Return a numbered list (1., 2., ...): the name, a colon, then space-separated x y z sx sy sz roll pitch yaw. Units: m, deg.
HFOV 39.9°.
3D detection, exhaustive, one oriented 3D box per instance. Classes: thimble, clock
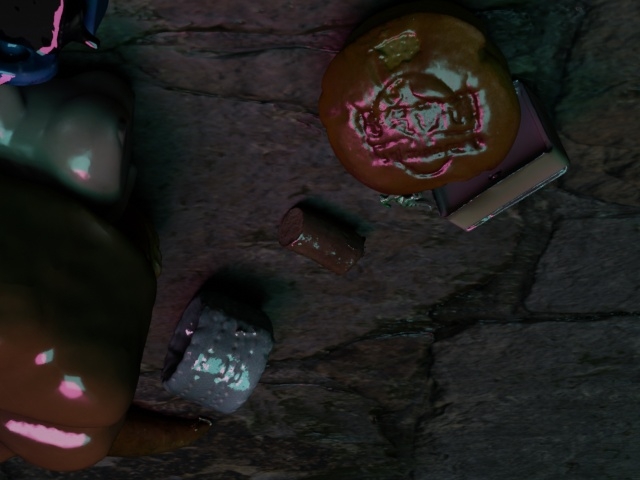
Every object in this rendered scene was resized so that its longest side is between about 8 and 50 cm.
1. thimble: -0.180 0.190 1.547 0.143 0.198 0.235 24 146 -18
2. clock: 0.252 -0.124 1.303 0.192 0.147 0.071 -35 140 26

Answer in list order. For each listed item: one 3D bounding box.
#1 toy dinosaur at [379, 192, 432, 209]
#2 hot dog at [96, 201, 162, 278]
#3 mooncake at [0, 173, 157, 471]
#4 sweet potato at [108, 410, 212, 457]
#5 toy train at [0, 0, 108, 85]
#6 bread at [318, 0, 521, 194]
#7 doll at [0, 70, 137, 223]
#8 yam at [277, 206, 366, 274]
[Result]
1. toy dinosaur: 0.137 -0.061 1.446 0.062 0.021 0.083 -27 126 31
2. hot dog: -0.388 0.012 1.398 0.272 0.122 0.196 -1 111 -7
3. mooncake: -0.460 0.124 1.209 0.467 0.262 0.467 6 142 5
4. sweet potato: -0.430 0.376 1.779 0.423 0.130 0.130 17 131 -26
5. toy train: -0.385 -0.323 1.007 0.300 0.265 0.188 14 130 -9
6. bread: 0.136 -0.191 1.207 0.270 0.148 0.269 5 122 8
7. doll: -0.411 -0.157 1.201 0.370 0.215 0.226 21 129 -19
8. yam: 0.001 0.001 1.461 0.127 0.084 0.084 25 128 -27
